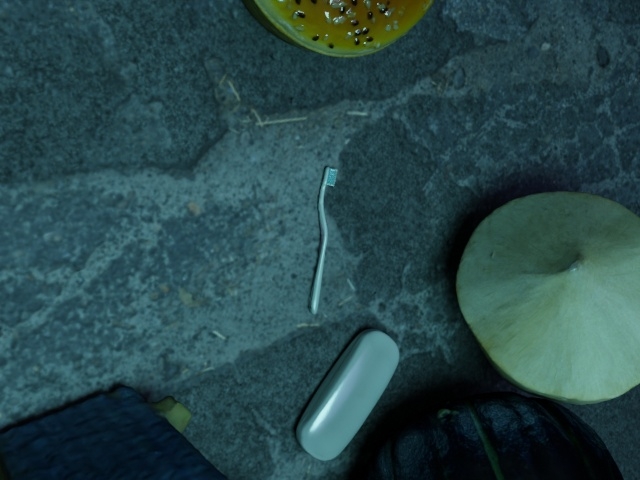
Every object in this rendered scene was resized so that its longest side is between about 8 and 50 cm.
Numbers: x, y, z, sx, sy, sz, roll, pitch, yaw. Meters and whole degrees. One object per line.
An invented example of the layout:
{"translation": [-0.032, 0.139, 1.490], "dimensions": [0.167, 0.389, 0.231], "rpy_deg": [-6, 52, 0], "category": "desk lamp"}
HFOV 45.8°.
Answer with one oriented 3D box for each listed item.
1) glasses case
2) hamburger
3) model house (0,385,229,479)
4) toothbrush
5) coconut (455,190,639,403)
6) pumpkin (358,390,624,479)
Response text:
{"translation": [0.040, 0.213, 1.054], "dimensions": [0.076, 0.049, 0.197], "rpy_deg": [41, 75, -24], "category": "glasses case"}
{"translation": [0.025, -0.374, 0.932], "dimensions": [0.300, 0.176, 0.300], "rpy_deg": [-3, 97, -29], "category": "hamburger"}
{"translation": [-0.170, 0.377, 0.803], "dimensions": [0.382, 0.335, 0.342], "rpy_deg": [45, 75, -33], "category": "model house"}
{"translation": [0.000, 0.000, 1.036], "dimensions": [0.022, 0.017, 0.204], "rpy_deg": [8, 90, -10], "category": "toothbrush"}
{"translation": [0.337, 0.083, 1.045], "dimensions": [0.329, 0.329, 0.328], "rpy_deg": [-2, 95, -28], "category": "coconut"}
{"translation": [0.223, 0.375, 1.014], "dimensions": [0.364, 0.266, 0.363], "rpy_deg": [-9, 128, -12], "category": "pumpkin"}
